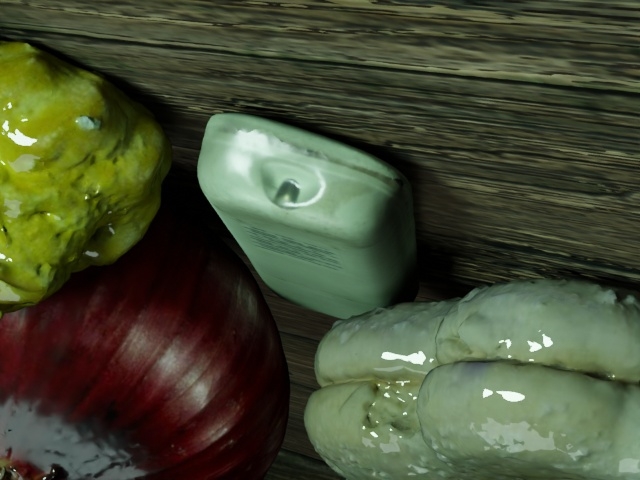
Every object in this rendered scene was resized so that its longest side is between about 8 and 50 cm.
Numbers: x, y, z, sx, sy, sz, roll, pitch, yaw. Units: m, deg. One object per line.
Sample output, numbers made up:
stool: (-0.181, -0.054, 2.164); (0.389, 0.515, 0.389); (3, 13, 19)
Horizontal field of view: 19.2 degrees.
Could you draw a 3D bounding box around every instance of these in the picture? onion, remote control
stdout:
onion: (-0.142, 0.044, 1.036); (0.273, 0.285, 0.273); (8, 133, 9)
remote control: (0.001, 0.000, 0.873); (0.090, 0.038, 0.309); (17, 171, 8)

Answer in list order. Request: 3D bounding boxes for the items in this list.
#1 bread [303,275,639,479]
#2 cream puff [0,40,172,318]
bread: (0.091, 0.097, 0.939); (0.183, 0.102, 0.337); (2, 163, 12)
cream puff: (-0.140, -0.022, 0.820); (0.146, 0.116, 0.146); (22, 173, 3)
